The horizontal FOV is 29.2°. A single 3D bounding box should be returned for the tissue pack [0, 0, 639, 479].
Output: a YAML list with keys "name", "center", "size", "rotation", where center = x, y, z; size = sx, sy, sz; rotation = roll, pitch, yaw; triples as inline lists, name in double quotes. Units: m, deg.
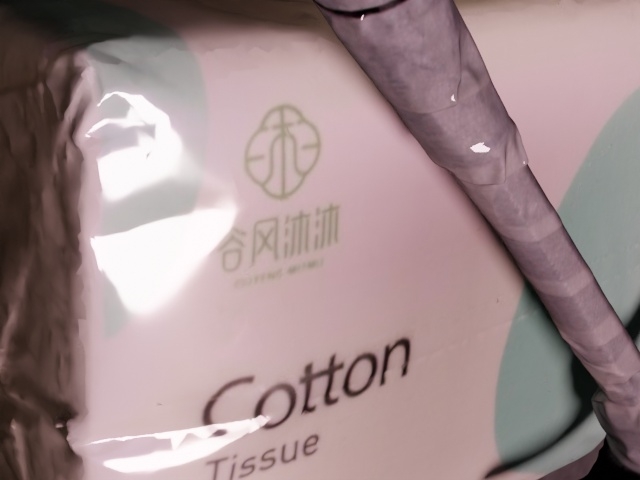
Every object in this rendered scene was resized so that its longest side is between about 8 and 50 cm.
- name: "tissue pack"
  center: [0.001, 0.001, 0.545]
  size: [0.356, 0.194, 0.266]
  rotation: [-16, 123, -39]

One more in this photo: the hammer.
- name: "hammer"
  center: [0.066, -0.027, 0.424]
  size: [0.152, 0.044, 0.427]
  rotation: [-51, 135, -13]
